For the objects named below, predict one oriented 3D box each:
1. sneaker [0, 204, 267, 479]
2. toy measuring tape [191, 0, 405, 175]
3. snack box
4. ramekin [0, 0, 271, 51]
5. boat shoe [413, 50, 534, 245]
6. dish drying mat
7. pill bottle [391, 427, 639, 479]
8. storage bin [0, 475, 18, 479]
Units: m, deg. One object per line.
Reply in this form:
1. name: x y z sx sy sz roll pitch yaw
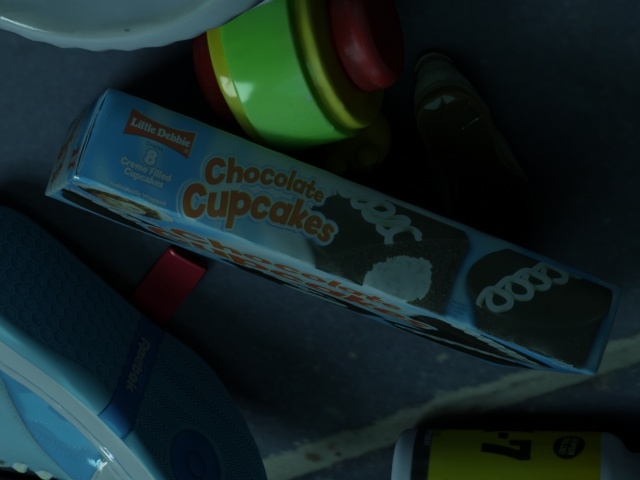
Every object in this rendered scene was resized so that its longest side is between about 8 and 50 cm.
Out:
1. sneaker: -0.197 0.130 1.273 0.208 0.127 0.319 -31 111 32
2. toy measuring tape: -0.038 -0.150 0.985 0.121 0.121 0.330 -14 130 21
3. snack box: 0.000 0.000 1.093 0.322 0.060 0.187 21 173 -11
4. ramekin: -0.092 -0.206 0.787 0.273 0.127 0.272 6 119 11
5. boat shoe: 0.093 -0.051 1.118 0.056 0.048 0.153 -22 135 11
6. dish drying mat: -0.109 0.035 1.251 0.032 0.008 0.083 28 133 -15
7. pill bottle: 0.158 0.194 1.287 0.209 0.119 0.119 0 134 8
8. storage bin: -0.252 0.248 1.429 0.091 0.098 0.135 18 135 6
